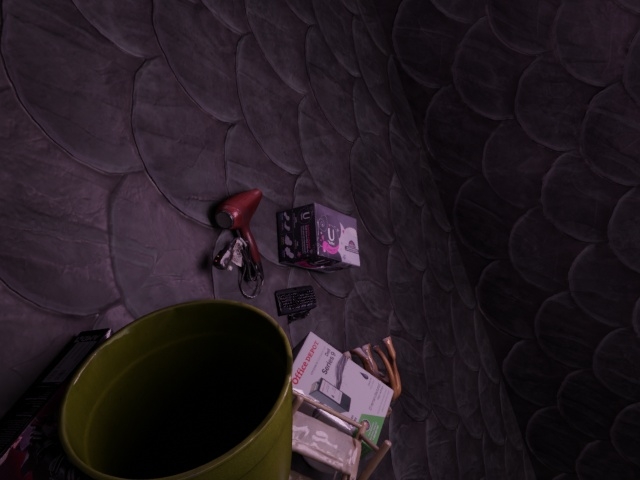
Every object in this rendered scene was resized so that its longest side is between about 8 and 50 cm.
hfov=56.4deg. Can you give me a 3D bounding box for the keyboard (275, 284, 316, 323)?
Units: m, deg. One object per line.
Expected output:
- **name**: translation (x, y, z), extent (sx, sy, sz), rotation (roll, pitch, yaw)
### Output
- **keyboard**: translation (-0.058, 0.184, 1.739), extent (0.192, 0.038, 0.100), rotation (-4, 82, -58)

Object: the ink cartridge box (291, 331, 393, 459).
- **ink cartridge box**: translation (0.024, 0.414, 1.576), extent (0.289, 0.121, 0.211), rotation (36, 39, -3)

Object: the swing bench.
- **swing bench**: translation (-0.025, 0.498, 1.349), extent (0.253, 0.165, 0.255), rotation (31, 82, -14)

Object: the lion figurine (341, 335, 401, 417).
- **lion figurine**: translation (0.165, 0.430, 1.789), extent (0.392, 0.142, 0.240), rotation (104, -33, -77)

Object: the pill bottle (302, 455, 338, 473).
- **pill bottle**: translation (0.046, 0.520, 1.690), extent (0.130, 0.130, 0.246), rotation (63, 33, -22)

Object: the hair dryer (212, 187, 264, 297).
- **hair dryer**: translation (-0.208, -0.016, 1.564), extent (0.223, 0.080, 0.294), rotation (55, 40, -58)

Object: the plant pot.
- **plant pot**: translation (-0.199, 0.355, 1.026), extent (0.366, 0.366, 0.353), rotation (-60, 148, -48)

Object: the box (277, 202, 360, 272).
- **box**: translation (0.000, 0.000, 1.798), extent (0.247, 0.142, 0.163), rotation (17, 64, -55)

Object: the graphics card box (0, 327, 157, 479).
- **graphics card box**: translation (-0.429, 0.359, 1.020), extent (0.233, 0.094, 0.371), rotation (62, 33, -25)
